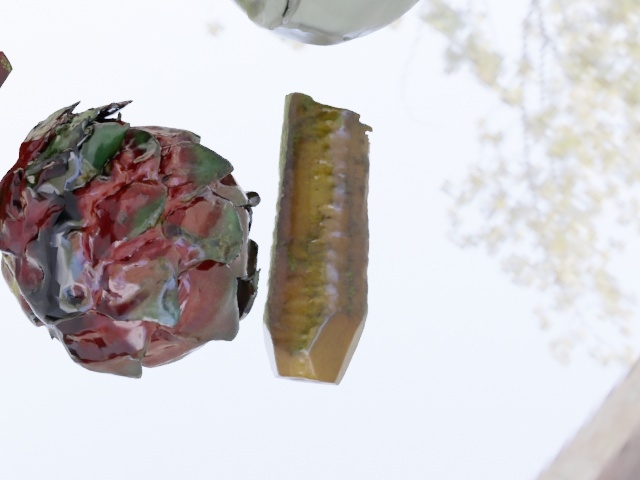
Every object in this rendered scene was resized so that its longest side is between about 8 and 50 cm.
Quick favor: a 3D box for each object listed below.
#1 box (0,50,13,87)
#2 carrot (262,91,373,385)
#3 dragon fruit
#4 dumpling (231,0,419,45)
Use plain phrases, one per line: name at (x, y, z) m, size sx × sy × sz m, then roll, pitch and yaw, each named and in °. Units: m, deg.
box at (-0.287, -0.127, 1.264) m, size 0.082 × 0.023 × 0.051 m, roll 10°, pitch -123°, yaw 26°
carrot at (0.000, 0.000, 1.709) m, size 0.114 × 0.114 × 0.302 m, roll 175°, pitch -80°, yaw -67°
dragon fruit at (-0.122, 0.002, 1.059) m, size 0.182 × 0.189 × 0.182 m, roll -53°, pitch -162°, yaw 26°
dumpling at (0.020, -0.323, 1.386) m, size 0.315 × 0.233 × 0.395 m, roll -68°, pitch 172°, yaw 27°
